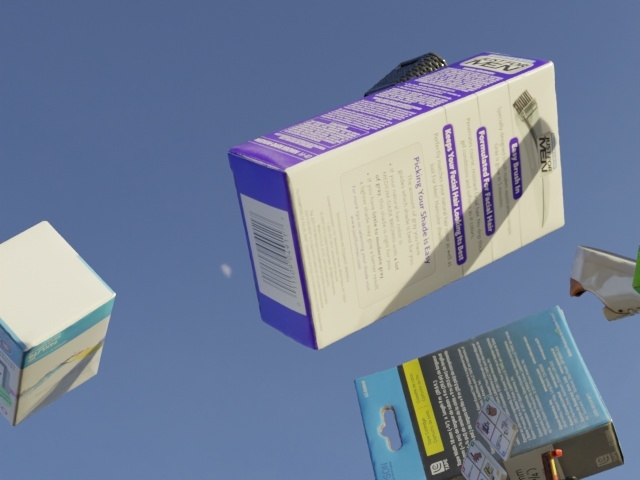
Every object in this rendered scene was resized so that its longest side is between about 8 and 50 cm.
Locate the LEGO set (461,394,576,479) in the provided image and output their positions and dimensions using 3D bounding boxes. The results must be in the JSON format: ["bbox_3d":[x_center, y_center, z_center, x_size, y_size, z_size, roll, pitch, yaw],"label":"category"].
[{"bbox_3d":[0.247,0.321,1.305,0.060,0.244,0.183,7,-70,-26],"label":"LEGO set"}]

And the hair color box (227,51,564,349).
[{"bbox_3d":[0.087,-0.050,1.095,0.338,0.110,0.185,-23,-63,-28],"label":"hair color box"}]

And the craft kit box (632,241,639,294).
[{"bbox_3d":[0.466,-0.002,1.293,0.061,0.247,0.250,-12,-36,44],"label":"craft kit box"}]

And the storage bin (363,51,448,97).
[{"bbox_3d":[0.162,-0.173,1.622,0.084,0.122,0.180,-43,-74,-20],"label":"storage bin"}]

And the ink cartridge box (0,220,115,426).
[{"bbox_3d":[-0.513,0.150,1.947,0.197,0.198,0.270,-34,-20,-36],"label":"ink cartridge box"}]

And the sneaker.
[{"bbox_3d":[0.597,0.105,2.029,0.106,0.290,0.123,7,-80,-56],"label":"sneaker"}]

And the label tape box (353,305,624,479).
[{"bbox_3d":[0.237,0.261,1.608,0.333,0.241,0.106,-21,-52,8],"label":"label tape box"}]
